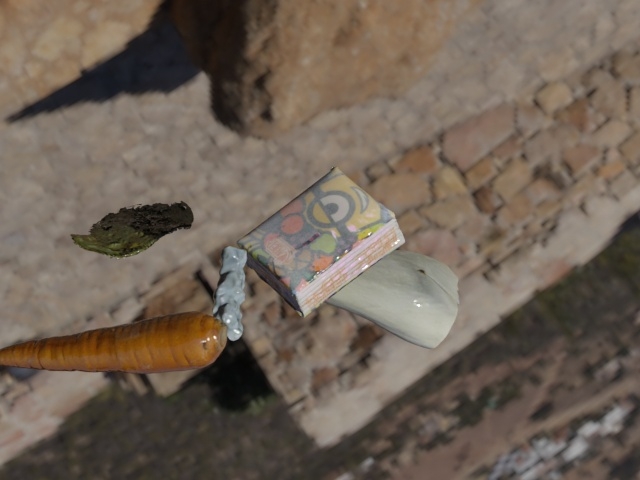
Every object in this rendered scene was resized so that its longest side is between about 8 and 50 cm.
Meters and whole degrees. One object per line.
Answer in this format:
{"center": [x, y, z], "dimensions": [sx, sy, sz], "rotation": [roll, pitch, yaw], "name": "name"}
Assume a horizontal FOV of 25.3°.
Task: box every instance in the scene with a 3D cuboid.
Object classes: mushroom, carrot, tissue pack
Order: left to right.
{"center": [-0.174, 0.087, 1.131], "dimensions": [0.216, 0.048, 0.048], "rotation": [-7, 157, 20], "name": "carrot"}
{"center": [0.000, 0.000, 1.556], "dimensions": [0.148, 0.108, 0.060], "rotation": [-37, 140, -16], "name": "tissue pack"}
{"center": [0.067, 0.060, 2.182], "dimensions": [0.329, 0.159, 0.122], "rotation": [20, 106, -16], "name": "mushroom"}

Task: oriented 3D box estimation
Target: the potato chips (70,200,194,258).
{"center": [-0.234, -0.017, 1.768], "dimensions": [0.209, 0.142, 0.026], "rotation": [-18, 112, -43], "name": "potato chips"}

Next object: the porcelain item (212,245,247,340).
{"center": [-0.078, 0.048, 1.251], "dimensions": [0.028, 0.083, 0.036], "rotation": [-4, 158, 12], "name": "porcelain item"}
